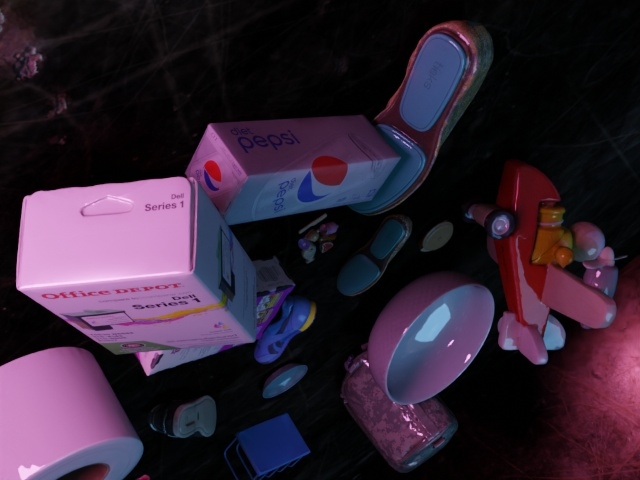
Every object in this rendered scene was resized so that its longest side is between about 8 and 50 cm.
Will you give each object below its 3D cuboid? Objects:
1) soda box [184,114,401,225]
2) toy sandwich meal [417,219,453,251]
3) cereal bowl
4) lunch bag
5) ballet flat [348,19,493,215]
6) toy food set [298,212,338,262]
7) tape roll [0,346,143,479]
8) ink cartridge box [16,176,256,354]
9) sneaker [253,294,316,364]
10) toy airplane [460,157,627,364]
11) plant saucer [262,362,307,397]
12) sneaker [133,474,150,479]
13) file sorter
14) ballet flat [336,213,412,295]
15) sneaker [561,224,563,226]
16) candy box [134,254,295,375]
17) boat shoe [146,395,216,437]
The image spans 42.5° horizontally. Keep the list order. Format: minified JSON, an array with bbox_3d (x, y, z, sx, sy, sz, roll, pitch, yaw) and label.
[{"bbox_3d":[-0.029,-0.100,1.099,0.286,0.098,0.091,-11,145,-44],"label":"soda box"},{"bbox_3d":[0.239,-0.012,1.711,0.085,0.029,0.085,-24,142,-20],"label":"toy sandwich meal"},{"bbox_3d":[0.235,0.207,1.910,0.339,0.141,0.339,-25,135,-28],"label":"cereal bowl"},{"bbox_3d":[0.197,0.413,2.097,0.212,0.305,0.256,-33,160,-15],"label":"lunch bag"},{"bbox_3d":[0.144,-0.172,1.198,0.123,0.123,0.348,-16,149,-38],"label":"ballet flat"},{"bbox_3d":[0.000,0.000,1.414,0.078,0.019,0.122,-34,156,-6],"label":"toy food set"},{"bbox_3d":[-0.408,0.297,1.215,0.246,0.169,0.246,-30,155,-16],"label":"tape roll"},{"bbox_3d":[-0.206,0.042,0.993,0.201,0.117,0.278,-6,157,8],"label":"ink cartridge box"},{"bbox_3d":[-0.089,0.163,1.555,0.082,0.069,0.209,18,138,-23],"label":"sneaker"},{"bbox_3d":[0.469,0.057,1.709,0.272,0.386,0.384,-19,154,-9],"label":"toy airplane"},{"bbox_3d":[-0.085,0.311,1.862,0.119,0.021,0.119,-29,155,-15],"label":"plant saucer"},{"bbox_3d":[-0.424,0.554,1.821,0.119,0.047,0.057,-21,146,-48],"label":"sneaker"},{"bbox_3d":[-0.139,0.532,2.075,0.170,0.118,0.104,-12,150,-44],"label":"file sorter"},{"bbox_3d":[0.108,0.028,1.559,0.206,0.073,0.067,-48,169,31],"label":"ballet flat"},{"bbox_3d":[0.528,-0.027,2.009,0.232,0.081,0.090,-16,156,-37],"label":"sneaker"},{"bbox_3d":[-0.174,0.118,1.328,0.233,0.071,0.159,-14,148,-43],"label":"candy box"},{"bbox_3d":[-0.268,0.352,1.647,0.079,0.084,0.233,-2,170,15],"label":"boat shoe"}]
